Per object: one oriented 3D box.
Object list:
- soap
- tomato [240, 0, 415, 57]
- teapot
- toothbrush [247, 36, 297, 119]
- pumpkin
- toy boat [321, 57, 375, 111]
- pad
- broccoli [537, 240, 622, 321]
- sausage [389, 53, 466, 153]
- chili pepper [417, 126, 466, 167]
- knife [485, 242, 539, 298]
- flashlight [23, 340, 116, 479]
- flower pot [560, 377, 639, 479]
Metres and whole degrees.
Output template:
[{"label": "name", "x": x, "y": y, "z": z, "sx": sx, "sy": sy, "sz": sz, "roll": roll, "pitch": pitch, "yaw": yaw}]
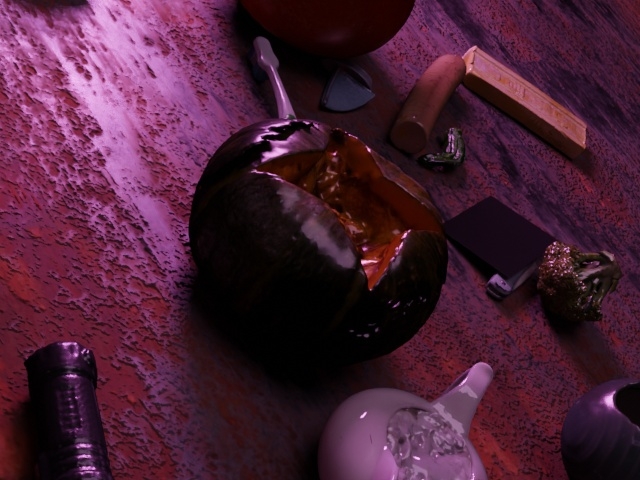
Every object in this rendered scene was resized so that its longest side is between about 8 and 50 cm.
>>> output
[{"label": "soap", "x": 0.345, "y": -0.235, "z": 2.383, "sx": 0.252, "sy": 0.037, "sz": 0.092, "roll": 33, "pitch": 33, "yaw": -11}, {"label": "tomato", "x": 0.012, "y": -0.433, "z": 2.054, "sx": 0.289, "sy": 0.293, "sz": 0.325, "roll": 22, "pitch": 24, "yaw": 10}, {"label": "teapot", "x": 0.099, "y": 0.237, "z": 1.493, "sx": 0.204, "sy": 0.139, "sz": 0.298, "roll": 36, "pitch": 34, "yaw": -3}, {"label": "toothbrush", "x": -0.033, "y": -0.120, "z": 1.863, "sx": 0.042, "sy": 0.040, "sz": 0.418, "roll": 4, "pitch": 47, "yaw": -30}, {"label": "pumpkin", "x": 0.000, "y": 0.000, "z": 1.616, "sx": 0.320, "sy": 0.192, "sz": 0.320, "roll": 23, "pitch": 40, "yaw": -21}, {"label": "toy boat", "x": 0.031, "y": -0.216, "z": 2.057, "sx": 0.096, "sy": 0.034, "sz": 0.122, "roll": 32, "pitch": 43, "yaw": -11}, {"label": "pad", "x": 0.261, "y": -0.008, "z": 2.039, "sx": 0.127, "sy": 0.004, "sz": 0.190, "roll": 36, "pitch": 31, "yaw": 17}, {"label": "broccoli", "x": 0.367, "y": 0.058, "z": 1.990, "sx": 0.131, "sy": 0.120, "sz": 0.130, "roll": 44, "pitch": 24, "yaw": -62}, {"label": "sausage", "x": 0.171, "y": -0.221, "z": 2.169, "sx": 0.066, "sy": 0.066, "sz": 0.301, "roll": 38, "pitch": 31, "yaw": -4}, {"label": "chili pepper", "x": 0.191, "y": -0.129, "z": 2.111, "sx": 0.055, "sy": 0.035, "sz": 0.118, "roll": 33, "pitch": 41, "yaw": 11}, {"label": "knife", "x": 0.277, "y": 0.045, "z": 2.000, "sx": 0.044, "sy": 0.023, "sz": 0.162, "roll": 43, "pitch": 33, "yaw": 4}, {"label": "flashlight", "x": -0.225, "y": 0.195, "z": 1.268, "sx": 0.093, "sy": 0.093, "sz": 0.232, "roll": 14, "pitch": 38, "yaw": -35}, {"label": "flower pot", "x": 0.411, "y": 0.274, "z": 1.748, "sx": 0.243, "sy": 0.157, "sz": 0.189, "roll": 30, "pitch": 36, "yaw": -18}]
